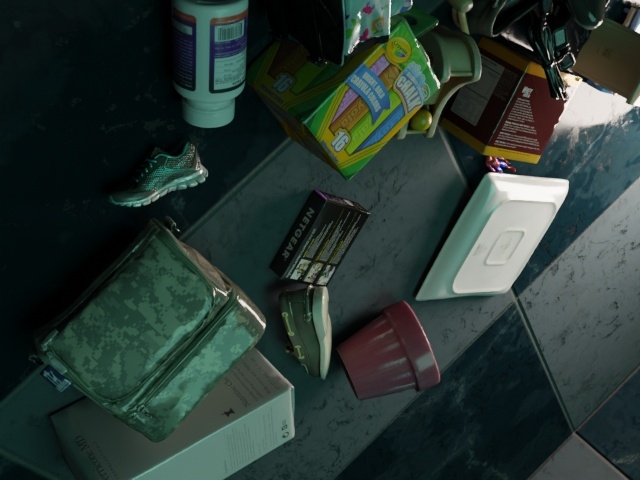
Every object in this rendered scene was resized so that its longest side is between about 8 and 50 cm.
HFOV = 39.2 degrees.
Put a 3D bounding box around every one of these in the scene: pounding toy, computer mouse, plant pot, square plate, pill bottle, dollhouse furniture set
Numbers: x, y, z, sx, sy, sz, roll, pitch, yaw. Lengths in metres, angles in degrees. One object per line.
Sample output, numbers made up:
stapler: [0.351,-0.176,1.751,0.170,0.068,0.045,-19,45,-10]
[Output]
pounding toy: [0.224,-0.296,1.558,0.154,0.154,0.270,-6,135,-27]
computer mouse: [0.432,-0.401,1.660,0.184,0.060,0.262,56,49,-38]
plant pot: [0.139,0.256,1.964,0.180,0.201,0.201,-23,137,-6]
square plate: [0.413,0.006,2.092,0.344,0.049,0.347,0,125,-45]
pill bottle: [-0.161,-0.266,1.300,0.108,0.108,0.194,-19,133,-31]
dollhouse furniture set: [0.706,-0.423,1.905,0.303,0.198,0.286,-2,123,-42]

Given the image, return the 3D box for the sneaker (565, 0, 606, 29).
sneaker: [0.492,-0.513,1.597,0.101,0.106,0.268,-7,97,-45]

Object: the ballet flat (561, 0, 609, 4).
ballet flat: [0.549,-0.525,1.762,0.096,0.095,0.280,15,111,-35]

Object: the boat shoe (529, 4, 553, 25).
boat shoe: [0.435,-0.424,1.771,0.043,0.049,0.137,-35,137,-11]

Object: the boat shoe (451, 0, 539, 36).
boat shoe: [0.393,-0.472,1.653,0.335,0.095,0.112,-36,140,-15]

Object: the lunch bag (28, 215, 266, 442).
lunch bag: [-0.283,0.138,1.460,0.305,0.212,0.256,-45,125,-5]

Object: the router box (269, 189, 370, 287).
router box: [0.000,0.000,1.721,0.133,0.046,0.179,15,111,-48]

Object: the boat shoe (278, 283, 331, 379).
boat shoe: [-0.027,0.188,1.818,0.091,0.109,0.305,2,145,5]

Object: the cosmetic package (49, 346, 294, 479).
cosmetic package: [-0.261,0.339,1.631,0.385,0.217,0.156,-27,137,-28]

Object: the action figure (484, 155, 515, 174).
action figure: [0.390,-0.164,1.963,0.115,0.030,0.038,24,109,-48]

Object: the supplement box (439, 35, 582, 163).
supplement box: [0.375,-0.274,1.775,0.191,0.129,0.194,3,120,-44]

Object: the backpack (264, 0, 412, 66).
backpack: [0.013,-0.403,1.254,0.191,0.225,0.254,-35,142,-18]

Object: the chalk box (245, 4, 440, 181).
chalk box: [0.058,-0.279,1.439,0.289,0.180,0.179,-47,142,-3]

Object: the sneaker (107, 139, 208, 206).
sneaker: [-0.258,-0.107,1.394,0.166,0.065,0.076,-27,120,-29]
